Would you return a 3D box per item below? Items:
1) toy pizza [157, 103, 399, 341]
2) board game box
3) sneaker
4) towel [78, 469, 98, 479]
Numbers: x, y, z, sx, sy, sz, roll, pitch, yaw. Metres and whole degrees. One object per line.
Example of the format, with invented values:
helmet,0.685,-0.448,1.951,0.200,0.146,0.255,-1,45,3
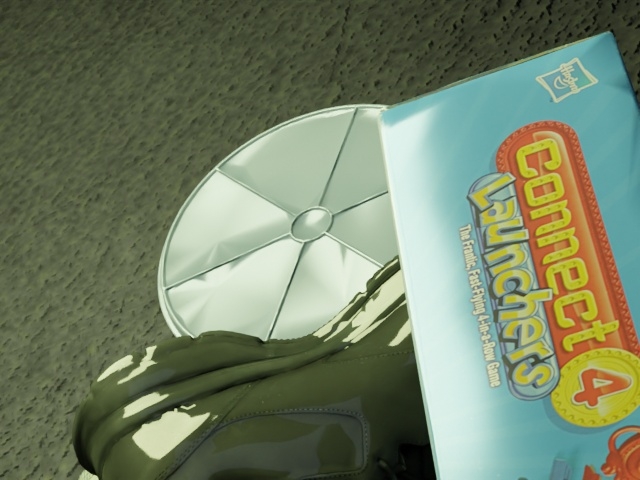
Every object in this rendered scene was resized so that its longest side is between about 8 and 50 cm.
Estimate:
toy pizza,0.000,0.000,0.944,0.201,0.032,0.201,-15,45,16
board game box,0.124,0.143,0.534,0.086,0.302,0.308,-19,43,12
sneaker,0.030,0.088,0.780,0.286,0.109,0.130,-23,47,-3
towel,-0.087,0.276,0.719,0.312,0.056,0.324,18,57,36
